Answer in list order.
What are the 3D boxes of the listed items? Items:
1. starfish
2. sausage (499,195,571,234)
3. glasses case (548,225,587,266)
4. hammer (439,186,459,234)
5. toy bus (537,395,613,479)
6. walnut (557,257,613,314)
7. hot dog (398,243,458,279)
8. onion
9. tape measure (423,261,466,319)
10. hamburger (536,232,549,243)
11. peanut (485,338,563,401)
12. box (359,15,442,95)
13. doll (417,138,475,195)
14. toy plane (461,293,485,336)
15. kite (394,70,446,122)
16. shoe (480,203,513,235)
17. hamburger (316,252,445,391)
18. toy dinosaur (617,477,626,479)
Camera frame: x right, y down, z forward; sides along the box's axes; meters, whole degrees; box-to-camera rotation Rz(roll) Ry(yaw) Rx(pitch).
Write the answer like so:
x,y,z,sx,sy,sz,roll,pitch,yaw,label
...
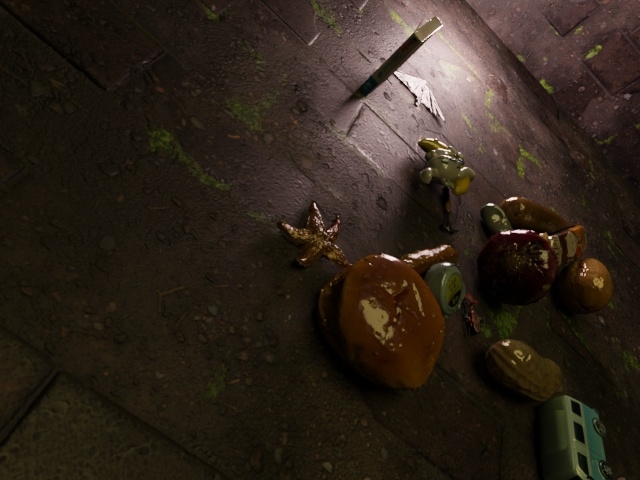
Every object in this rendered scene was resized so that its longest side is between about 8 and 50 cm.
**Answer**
x,y,z,sx,sy,sz,roll,pitch,yaw,label
0.001,-0.001,1.212,0.240,0.043,0.228,37,45,-21,starfish
0.863,-0.076,1.953,0.500,0.123,0.136,15,30,-38,sausage
0.942,0.021,1.896,0.320,0.082,0.122,-14,102,-38,glasses case
0.436,-0.102,1.674,0.078,0.021,0.201,25,49,-22,hammer
0.698,0.584,1.373,0.164,0.133,0.272,34,43,-13,toy bus
0.999,0.173,1.865,0.193,0.193,0.226,42,39,-12,walnut
0.311,0.060,1.426,0.288,0.068,0.083,-15,67,-44,hot dog
0.627,0.087,1.566,0.190,0.246,0.247,19,52,-44,onion
0.291,0.181,1.314,0.330,0.084,0.164,-39,115,-40,tape measure
0.749,0.074,1.730,0.213,0.108,0.214,6,83,-55,hamburger
0.592,0.377,1.414,0.325,0.140,0.153,28,5,-35,peanut
0.280,-0.640,1.708,0.048,0.273,0.265,47,42,-8,box
0.428,-0.252,1.699,0.251,0.111,0.238,18,51,-28,doll
0.451,0.225,1.462,0.060,0.037,0.145,17,57,-20,toy plane
0.405,-0.611,1.988,0.321,0.016,0.234,41,44,-13,kite
0.649,-0.042,1.776,0.195,0.079,0.078,58,23,-4,shoe
0.150,0.188,1.126,0.314,0.170,0.290,47,49,-9,hamburger
0.920,0.800,1.489,0.251,0.072,0.200,-1,74,-55,toy dinosaur
